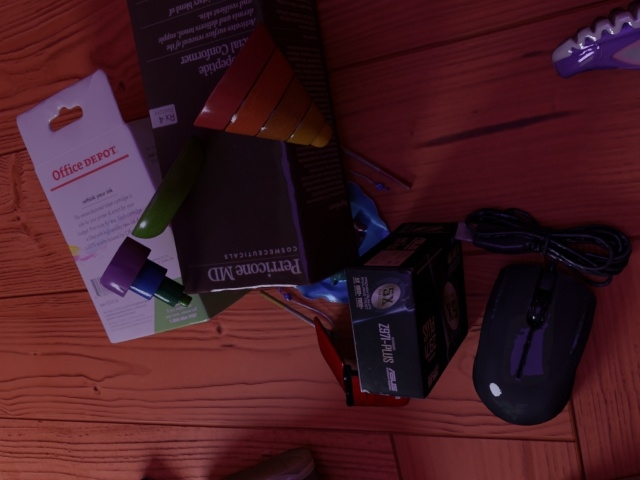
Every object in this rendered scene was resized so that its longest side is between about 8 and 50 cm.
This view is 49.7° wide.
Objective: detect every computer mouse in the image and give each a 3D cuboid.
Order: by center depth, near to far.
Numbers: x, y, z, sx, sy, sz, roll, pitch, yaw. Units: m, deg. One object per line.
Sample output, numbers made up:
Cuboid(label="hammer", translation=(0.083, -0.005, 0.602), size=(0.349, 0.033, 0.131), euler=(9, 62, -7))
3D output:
Cuboid(label="computer mouse", translation=(0.237, 0.106, 0.802), size=(0.188, 0.072, 0.272), euler=(12, 112, 23))

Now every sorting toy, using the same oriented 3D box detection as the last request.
Cuboid(label="sorting toy", translation=(-0.110, -0.049, 0.746), size=(0.126, 0.127, 0.366), euler=(31, 120, -13))

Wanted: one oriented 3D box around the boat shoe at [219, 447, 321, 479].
Cuboid(label="boat shoe", translation=(-0.112, 0.409, 1.072), size=(0.285, 0.103, 0.092), euler=(-30, 86, 26))

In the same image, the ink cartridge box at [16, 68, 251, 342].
Cuboid(label="ink cartridge box", translation=(-0.265, -0.049, 0.986), size=(0.207, 0.119, 0.354), euler=(-16, 100, 31))

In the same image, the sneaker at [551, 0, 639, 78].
Cuboid(label="sneaker", translation=(0.340, -0.185, 0.643), size=(0.236, 0.095, 0.105), euler=(-14, 107, 30))

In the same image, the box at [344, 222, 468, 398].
Cuboid(label="box", translation=(0.106, 0.072, 0.795), size=(0.077, 0.180, 0.148), euler=(0, 106, 27))

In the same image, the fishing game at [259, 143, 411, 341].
Cuboid(label="fishing game", translation=(0.000, 0.000, 0.911), size=(0.189, 0.041, 0.264), euler=(33, 119, 12))

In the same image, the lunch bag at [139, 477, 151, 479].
Cuboid(label="lunch bag", translation=(-0.300, 0.477, 1.212), size=(0.098, 0.067, 0.065), euler=(35, 120, 12))

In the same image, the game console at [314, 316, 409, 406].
Cuboid(label="game console", translation=(0.056, 0.160, 0.901), size=(0.124, 0.144, 0.085), euler=(-1, 64, 4))

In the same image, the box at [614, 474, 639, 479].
Cuboid(label="box", translation=(0.393, 0.331, 0.781), size=(0.275, 0.094, 0.113), euler=(-29, 92, 31))

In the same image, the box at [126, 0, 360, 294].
Cuboid(label="box", translation=(-0.092, -0.136, 0.835), size=(0.191, 0.143, 0.382), euler=(-7, 98, 29))
